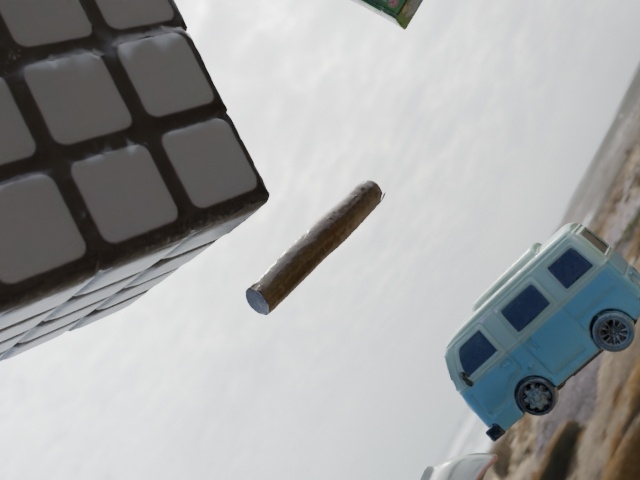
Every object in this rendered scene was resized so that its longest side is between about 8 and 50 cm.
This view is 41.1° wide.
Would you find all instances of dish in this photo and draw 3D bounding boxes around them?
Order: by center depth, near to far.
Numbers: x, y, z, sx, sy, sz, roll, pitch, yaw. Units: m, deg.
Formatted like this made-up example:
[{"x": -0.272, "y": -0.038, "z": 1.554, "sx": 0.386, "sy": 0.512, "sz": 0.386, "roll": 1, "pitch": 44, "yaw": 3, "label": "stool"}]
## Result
[{"x": 0.134, "y": 0.337, "z": 0.958, "sx": 0.212, "sy": 0.077, "sz": 0.151, "roll": 85, "pitch": -152, "yaw": -44, "label": "dish"}]

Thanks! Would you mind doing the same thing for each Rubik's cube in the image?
[{"x": -0.313, "y": -0.073, "z": 0.731, "sx": 0.343, "sy": 0.337, "sz": 0.344, "roll": -25, "pitch": -3, "yaw": -39, "label": "Rubik's cube"}]

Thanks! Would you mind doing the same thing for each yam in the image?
[{"x": 0.000, "y": 0.000, "z": 1.071, "sx": 0.264, "sy": 0.046, "sz": 0.046, "roll": -45, "pitch": -20, "yaw": -37, "label": "yam"}]

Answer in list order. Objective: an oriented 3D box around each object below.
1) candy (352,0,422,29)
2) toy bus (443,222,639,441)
[{"x": 0.114, "y": -0.384, "z": 1.099, "sx": 0.195, "sy": 0.097, "sz": 0.062, "roll": -59, "pitch": -17, "yaw": 7, "label": "candy"}, {"x": 0.280, "y": 0.112, "z": 1.095, "sx": 0.271, "sy": 0.165, "sz": 0.133, "roll": -47, "pitch": -11, "yaw": 21, "label": "toy bus"}]
